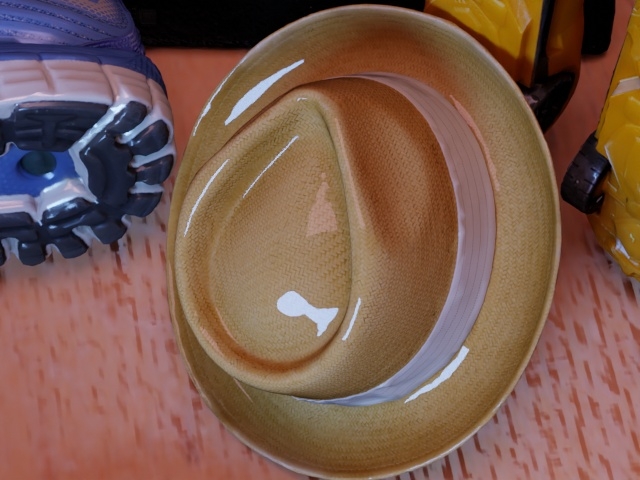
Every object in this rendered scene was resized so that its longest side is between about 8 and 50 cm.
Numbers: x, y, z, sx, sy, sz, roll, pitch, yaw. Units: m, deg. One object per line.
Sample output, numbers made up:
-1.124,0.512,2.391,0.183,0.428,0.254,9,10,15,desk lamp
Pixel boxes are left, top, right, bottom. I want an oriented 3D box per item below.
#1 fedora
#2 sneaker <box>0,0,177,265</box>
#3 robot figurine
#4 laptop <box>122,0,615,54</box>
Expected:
0.000,0.000,0.752,0.194,0.079,0.194,-1,88,27,fedora
-0.233,-0.054,0.828,0.330,0.129,0.147,-8,49,-7,sneaker
0.117,-0.103,0.726,0.211,0.291,0.085,38,63,19,robot figurine
0.019,-0.228,0.847,0.234,0.264,0.136,1,41,3,laptop
